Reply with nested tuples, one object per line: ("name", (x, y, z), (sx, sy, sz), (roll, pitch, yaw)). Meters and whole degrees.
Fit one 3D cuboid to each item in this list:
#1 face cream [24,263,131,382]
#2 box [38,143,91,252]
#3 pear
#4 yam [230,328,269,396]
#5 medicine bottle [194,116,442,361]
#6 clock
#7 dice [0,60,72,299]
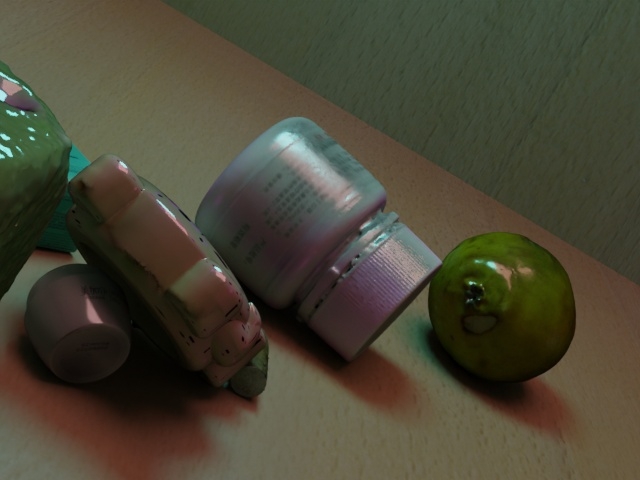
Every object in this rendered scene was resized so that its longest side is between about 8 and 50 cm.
("face cream", (-0.269, 0.092, 1.459), (0.117, 0.117, 0.104), (19, 29, -38))
("box", (-0.449, -0.124, 1.756), (0.205, 0.118, 0.311), (15, 24, -52))
("pear", (0.312, 0.115, 2.247), (0.269, 0.269, 0.321), (44, 7, 35))
("yam", (-0.093, 0.157, 1.708), (0.054, 0.054, 0.132), (28, 17, -12))
("medicine bottle", (0.000, 0.000, 1.976), (0.325, 0.256, 0.256), (42, 17, 7))
("clock", (-0.186, 0.034, 1.535), (0.284, 0.114, 0.309), (48, -14, 9))
("dice", (-0.436, -0.037, 1.146), (0.330, 0.322, 0.318), (33, 15, -1))
